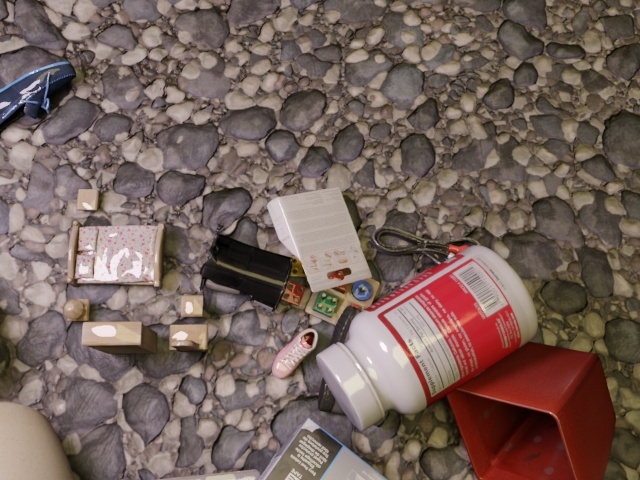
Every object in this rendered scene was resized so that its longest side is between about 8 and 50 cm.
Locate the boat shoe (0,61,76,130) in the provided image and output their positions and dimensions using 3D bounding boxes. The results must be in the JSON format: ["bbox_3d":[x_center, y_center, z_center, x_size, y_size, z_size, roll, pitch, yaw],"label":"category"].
[{"bbox_3d":[-0.650,-0.304,1.724,0.258,0.109,0.089,-30,89,3],"label":"boat shoe"}]

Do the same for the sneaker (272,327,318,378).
[{"bbox_3d":[-0.053,0.241,1.679,0.051,0.070,0.134,42,76,1],"label":"sneaker"}]

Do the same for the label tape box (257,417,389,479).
[{"bbox_3d":[-0.034,0.551,1.457,0.249,0.115,0.348,38,66,2],"label":"label tape box"}]

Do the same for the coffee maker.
[{"bbox_3d":[-0.155,0.064,1.655,0.178,0.171,0.120,17,66,-5],"label":"coffee maker"}]

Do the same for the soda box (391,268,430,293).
[{"bbox_3d":[0.268,0.199,1.723,0.083,0.092,0.263,-30,82,-15],"label":"soda box"}]

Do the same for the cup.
[{"bbox_3d":[-0.608,0.447,1.449,0.330,0.331,0.237,-1,49,-8],"label":"cup"}]

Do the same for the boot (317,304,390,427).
[{"bbox_3d":[0.096,0.271,1.678,0.161,0.083,0.247,13,95,-8],"label":"boot"}]

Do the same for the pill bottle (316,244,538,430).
[{"bbox_3d":[0.207,0.199,1.549,0.407,0.229,0.229,-30,82,-12],"label":"pill bottle"}]

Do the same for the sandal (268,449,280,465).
[{"bbox_3d":[0.007,0.619,1.583,0.169,0.102,0.417,-26,73,3],"label":"sandal"}]

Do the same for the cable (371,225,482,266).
[{"bbox_3d":[0.265,0.016,1.778,0.287,0.072,0.140,27,69,-1],"label":"cable"}]

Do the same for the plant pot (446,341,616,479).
[{"bbox_3d":[0.461,0.360,1.604,0.235,0.267,0.268,-37,116,-33],"label":"plant pot"}]

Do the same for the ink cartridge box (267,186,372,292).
[{"bbox_3d":[0.000,0.000,1.719,0.180,0.056,0.225,-12,79,-38],"label":"ink cartridge box"}]

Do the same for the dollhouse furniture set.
[{"bbox_3d":[-0.383,0.049,1.604,0.303,0.174,0.356,0,77,0],"label":"dollhouse furniture set"}]

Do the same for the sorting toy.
[{"bbox_3d":[0.044,0.120,1.734,0.274,0.046,0.132,25,74,-1],"label":"sorting toy"}]

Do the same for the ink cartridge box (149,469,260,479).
[{"bbox_3d":[-0.259,0.604,1.530,0.309,0.130,0.272,-2,75,-9],"label":"ink cartridge box"}]
